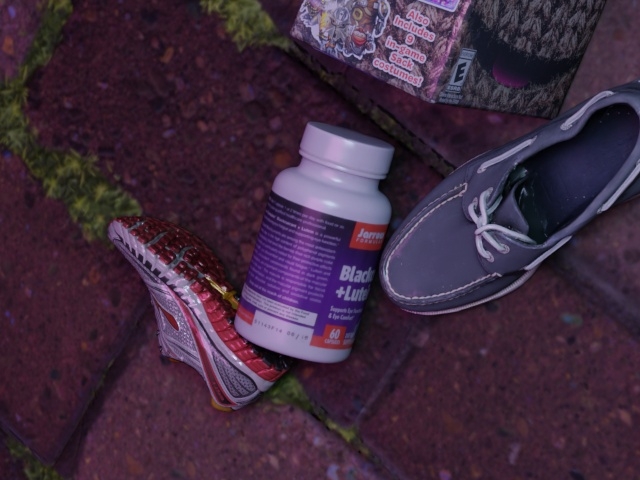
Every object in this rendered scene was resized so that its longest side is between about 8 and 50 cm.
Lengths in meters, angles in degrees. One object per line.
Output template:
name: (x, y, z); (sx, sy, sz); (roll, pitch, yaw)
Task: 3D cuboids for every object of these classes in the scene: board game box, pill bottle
board game box: (0.138, -0.259, 1.496); (0.141, 0.232, 0.291); (28, 105, 28)
pill bottle: (0.000, 0.000, 1.654); (0.108, 0.108, 0.193); (22, 102, 30)

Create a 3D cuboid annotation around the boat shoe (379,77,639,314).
boat shoe: (0.161, -0.034, 1.558); (0.319, 0.099, 0.116); (-31, 75, 28)

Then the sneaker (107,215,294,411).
sneaker: (-0.128, 0.064, 1.746); (0.225, 0.088, 0.092); (49, 115, 22)
